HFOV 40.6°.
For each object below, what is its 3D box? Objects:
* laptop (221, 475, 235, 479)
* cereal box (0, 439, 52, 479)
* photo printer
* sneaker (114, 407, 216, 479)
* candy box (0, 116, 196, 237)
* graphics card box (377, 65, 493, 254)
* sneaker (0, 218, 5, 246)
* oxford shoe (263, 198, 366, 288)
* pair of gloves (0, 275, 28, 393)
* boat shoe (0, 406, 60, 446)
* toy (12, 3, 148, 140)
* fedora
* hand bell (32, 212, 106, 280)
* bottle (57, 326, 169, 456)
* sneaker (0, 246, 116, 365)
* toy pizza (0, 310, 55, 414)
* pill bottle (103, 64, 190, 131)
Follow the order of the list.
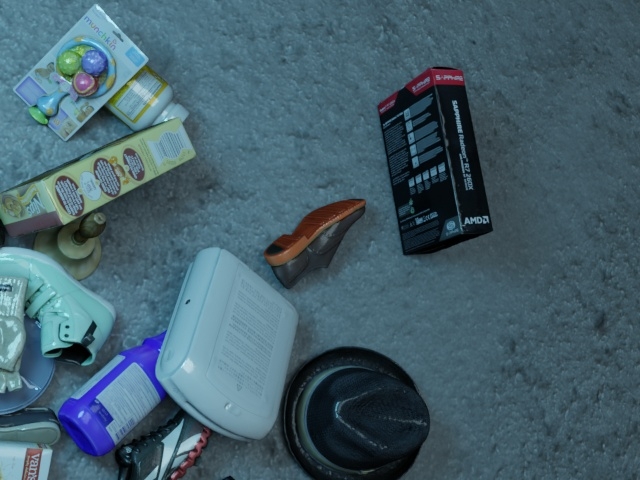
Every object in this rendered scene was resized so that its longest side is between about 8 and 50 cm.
[{"bbox_3d":[-0.173,0.605,1.563,0.264,0.136,0.234,45,29,14],"label":"laptop"},{"bbox_3d":[-0.576,0.412,1.414,0.240,0.047,0.172,11,87,-25],"label":"cereal box"},{"bbox_3d":[-0.168,0.202,1.600,0.256,0.107,0.307,43,41,-32],"label":"photo printer"},{"bbox_3d":[-0.290,0.382,1.565,0.135,0.098,0.276,40,64,-16],"label":"sneaker"},{"bbox_3d":[-0.397,-0.115,1.542,0.316,0.183,0.087,-35,108,-44],"label":"candy box"},{"bbox_3d":[0.247,-0.168,1.916,0.094,0.233,0.370,-2,78,-29],"label":"graphics card box"},{"bbox_3d":[-0.699,-0.146,1.469,0.182,0.158,0.410,-25,85,-13],"label":"sneaker"},{"bbox_3d":[0.000,0.000,1.836,0.271,0.097,0.098,-35,115,-26],"label":"oxford shoe"},{"bbox_3d":[-0.608,0.158,1.433,0.240,0.042,0.204,-2,69,-7],"label":"pair of gloves"},{"bbox_3d":[-0.552,0.317,1.478,0.206,0.075,0.065,4,32,-22],"label":"boat shoe"},{"bbox_3d":[-0.449,-0.300,1.590,0.137,0.237,0.056,47,20,-13],"label":"toy"},{"bbox_3d":[0.099,0.357,1.749,0.334,0.152,0.333,8,73,-27],"label":"fedora"},{"bbox_3d":[-0.417,-0.008,1.514,0.126,0.242,0.126,7,75,-27],"label":"hand bell"},{"bbox_3d":[-0.336,0.257,1.568,0.283,0.092,0.118,-45,122,-35],"label":"bottle"},{"bbox_3d":[-0.480,0.117,1.500,0.256,0.094,0.151,33,28,-19],"label":"sneaker"},{"bbox_3d":[-0.561,0.205,1.492,0.201,0.032,0.201,13,59,-23],"label":"toy pizza"},{"bbox_3d":[-0.362,-0.286,1.686,0.208,0.118,0.117,40,62,-13],"label":"pill bottle"}]
